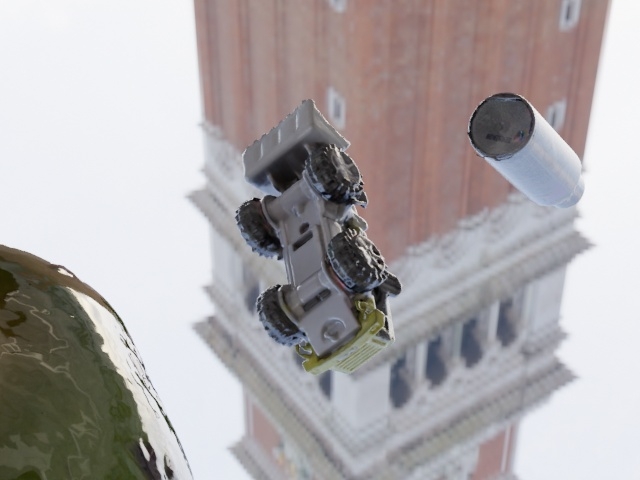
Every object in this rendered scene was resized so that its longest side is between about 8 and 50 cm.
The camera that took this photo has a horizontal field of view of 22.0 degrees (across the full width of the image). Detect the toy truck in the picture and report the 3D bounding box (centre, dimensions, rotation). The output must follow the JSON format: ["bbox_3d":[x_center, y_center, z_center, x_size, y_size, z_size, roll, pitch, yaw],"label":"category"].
[{"bbox_3d":[0.000,0.000,1.617,0.136,0.111,0.286,-36,-134,26],"label":"toy truck"}]

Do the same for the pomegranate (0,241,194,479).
[{"bbox_3d":[-0.162,0.098,0.675,0.290,0.323,0.291,24,-161,-9],"label":"pomegranate"}]

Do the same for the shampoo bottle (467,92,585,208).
[{"bbox_3d":[0.206,-0.080,1.582,0.072,0.214,0.072,-7,-107,23],"label":"shampoo bottle"}]
